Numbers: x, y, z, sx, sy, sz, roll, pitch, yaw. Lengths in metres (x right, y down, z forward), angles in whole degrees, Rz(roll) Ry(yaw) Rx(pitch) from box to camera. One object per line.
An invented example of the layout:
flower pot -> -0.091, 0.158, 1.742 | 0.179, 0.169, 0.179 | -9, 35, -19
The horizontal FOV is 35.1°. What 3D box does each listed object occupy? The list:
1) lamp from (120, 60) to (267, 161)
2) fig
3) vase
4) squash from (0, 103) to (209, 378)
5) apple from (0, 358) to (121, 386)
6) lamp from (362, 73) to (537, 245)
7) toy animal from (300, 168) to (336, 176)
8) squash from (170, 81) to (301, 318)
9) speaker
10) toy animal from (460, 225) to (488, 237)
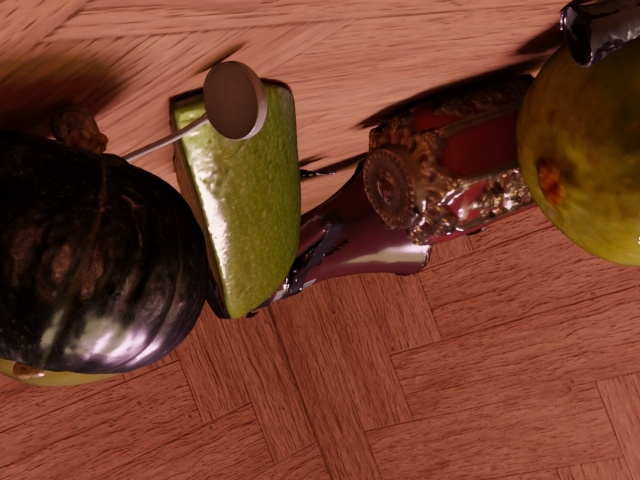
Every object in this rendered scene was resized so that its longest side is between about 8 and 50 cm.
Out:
lamp -> -0.117, -0.065, 0.676 | 0.198, 0.050, 0.056 | -22, 178, 39
fig -> 0.363, -0.130, 1.062 | 0.326, 0.258, 0.258 | -38, -176, -18
vase -> 0.305, -0.210, 0.915 | 0.167, 0.059, 0.059 | -21, 178, -6
squash -> -0.154, 0.007, 0.604 | 0.156, 0.193, 0.193 | -60, -167, -20
apple -> -0.357, 0.074, 1.510 | 0.360, 0.312, 0.320 | -22, 133, 2
lamp -> 0.184, -0.100, 1.206 | 0.274, 0.177, 0.177 | -20, 178, -27
toy animal -> -0.080, -0.059, 1.335 | 0.220, 0.062, 0.108 | -18, 160, -29
squash -> -0.075, -0.085, 0.863 | 0.111, 0.203, 0.289 | -19, 143, -8
speaker -> 0.013, 0.017, 1.459 | 0.329, 0.198, 0.259 | -25, -160, -33
toy animal -> 0.349, -0.125, 1.806 | 0.344, 0.194, 0.302 | -26, -175, -10
